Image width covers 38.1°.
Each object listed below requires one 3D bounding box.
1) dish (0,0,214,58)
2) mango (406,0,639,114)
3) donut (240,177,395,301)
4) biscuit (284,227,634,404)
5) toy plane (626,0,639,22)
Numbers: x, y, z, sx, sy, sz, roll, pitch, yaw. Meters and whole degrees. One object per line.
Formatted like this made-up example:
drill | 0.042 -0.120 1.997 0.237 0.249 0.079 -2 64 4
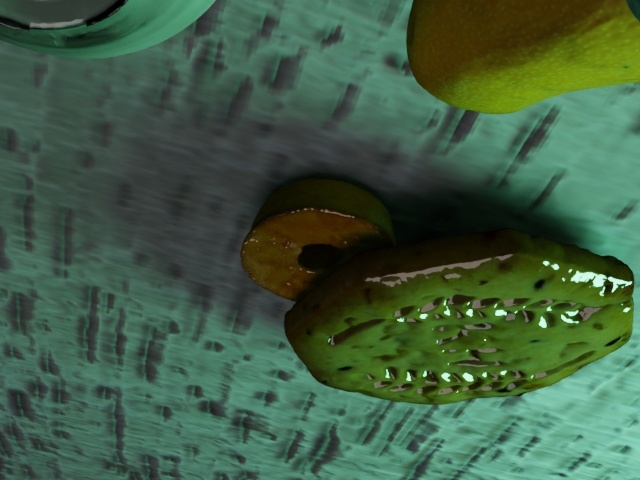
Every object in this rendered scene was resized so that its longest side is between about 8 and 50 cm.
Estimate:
dish | -0.172 -0.209 0.569 0.260 0.085 0.260 0 130 0
mango | 0.198 -0.166 0.540 0.360 0.144 0.187 -11 149 34
donut | 0.000 0.000 0.878 0.152 0.058 0.152 6 143 4
biscuit | 0.141 0.092 0.927 0.359 0.046 0.359 -3 149 -2
toy plane | 0.104 -0.208 0.437 0.060 0.096 0.235 -25 91 7
